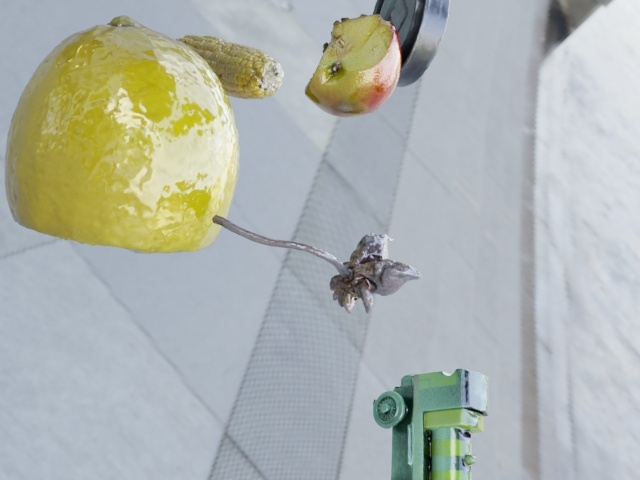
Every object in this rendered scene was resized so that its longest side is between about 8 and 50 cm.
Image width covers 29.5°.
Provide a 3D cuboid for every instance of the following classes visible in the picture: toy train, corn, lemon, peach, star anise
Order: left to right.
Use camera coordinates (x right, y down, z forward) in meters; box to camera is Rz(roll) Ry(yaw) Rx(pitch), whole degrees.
[{"bbox_3d":[-0.284,-0.155,1.787,0.364,0.364,0.364,37,25,-21],"label":"lemon"},{"bbox_3d":[-0.162,-0.298,2.110,0.102,0.102,0.313,23,0,-42],"label":"corn"},{"bbox_3d":[0.000,0.000,1.713,0.227,0.219,0.148,45,44,-36],"label":"star anise"},{"bbox_3d":[0.041,-0.213,1.562,0.151,0.151,0.118,-101,164,-51],"label":"peach"},{"bbox_3d":[0.130,0.251,1.423,0.083,0.132,0.200,21,63,-48],"label":"toy train"}]

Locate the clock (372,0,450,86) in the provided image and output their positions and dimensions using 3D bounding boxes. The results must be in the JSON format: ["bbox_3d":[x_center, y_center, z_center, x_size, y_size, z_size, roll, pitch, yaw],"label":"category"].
[{"bbox_3d":[0.119,-0.298,1.661,0.040,0.184,0.184,11,37,-21],"label":"clock"}]
